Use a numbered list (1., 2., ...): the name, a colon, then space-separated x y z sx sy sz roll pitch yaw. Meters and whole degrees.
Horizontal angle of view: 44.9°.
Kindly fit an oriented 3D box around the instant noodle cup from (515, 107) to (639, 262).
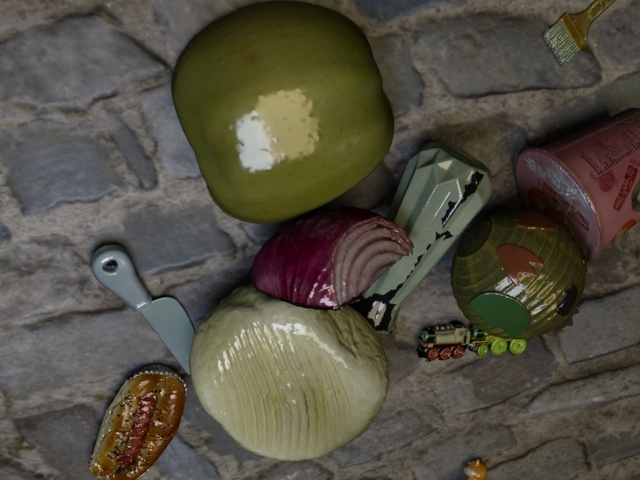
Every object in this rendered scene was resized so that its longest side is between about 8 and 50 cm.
1. instant noodle cup: 0.531 -0.115 1.460 0.231 0.243 0.243 -29 119 -11

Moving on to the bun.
1. bun: -0.053 0.219 1.418 0.352 0.227 0.349 -6 117 4

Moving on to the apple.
1. apple: -0.048 -0.212 1.308 0.360 0.320 0.312 -22 74 -5

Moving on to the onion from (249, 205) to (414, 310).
1. onion: 0.000 0.000 1.320 0.250 0.247 0.111 -39 132 -38

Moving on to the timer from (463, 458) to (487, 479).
1. timer: 0.346 0.580 1.793 0.132 0.132 0.152 23 81 -25

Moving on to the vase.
1. vase: 0.176 -0.001 1.441 0.165 0.165 0.360 18 112 -24

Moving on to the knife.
1. knife: -0.300 0.129 1.421 0.080 0.044 0.331 -38 125 -5

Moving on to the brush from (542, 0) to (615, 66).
1. brush: 0.507 -0.424 1.424 0.218 0.010 0.082 -43 118 5

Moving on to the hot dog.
1. hot dog: -0.347 0.356 1.485 0.144 0.075 0.268 21 104 -22

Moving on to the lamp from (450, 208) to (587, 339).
1. lamp: 0.377 0.081 1.428 0.284 0.250 0.250 42 97 -16

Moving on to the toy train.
1. toy train: 0.320 0.209 1.637 0.249 0.053 0.085 -3 106 -16
